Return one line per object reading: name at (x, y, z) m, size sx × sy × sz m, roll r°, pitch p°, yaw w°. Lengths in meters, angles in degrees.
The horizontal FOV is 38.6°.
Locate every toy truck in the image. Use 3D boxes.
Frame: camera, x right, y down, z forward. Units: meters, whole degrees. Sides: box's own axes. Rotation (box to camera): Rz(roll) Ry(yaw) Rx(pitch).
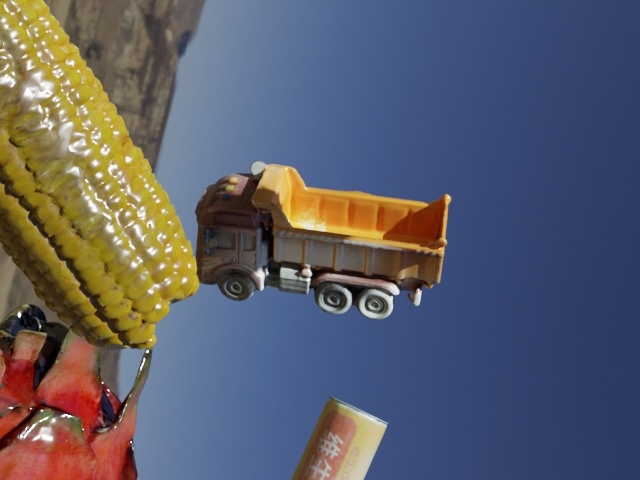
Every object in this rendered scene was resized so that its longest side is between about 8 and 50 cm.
toy truck at (0.000, 0.000, 0.998) m, size 0.114 × 0.270 × 0.135 m, roll -73°, pitch 168°, yaw -57°

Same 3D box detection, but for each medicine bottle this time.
medicine bottle at (-0.038, 0.422, 1.233) m, size 0.426 × 0.108 × 0.108 m, roll -66°, pitch -168°, yaw -10°

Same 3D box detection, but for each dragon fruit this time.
dragon fruit at (-0.233, 0.154, 0.699) m, size 0.193 × 0.192 × 0.274 m, roll 142°, pitch -41°, yaw -69°

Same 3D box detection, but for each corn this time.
corn at (-0.114, -0.049, 0.336) m, size 0.068 × 0.207 × 0.068 m, roll -29°, pitch -162°, yaw 10°
